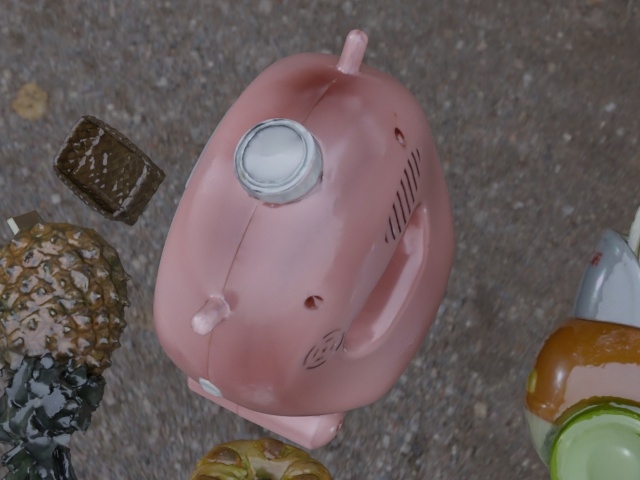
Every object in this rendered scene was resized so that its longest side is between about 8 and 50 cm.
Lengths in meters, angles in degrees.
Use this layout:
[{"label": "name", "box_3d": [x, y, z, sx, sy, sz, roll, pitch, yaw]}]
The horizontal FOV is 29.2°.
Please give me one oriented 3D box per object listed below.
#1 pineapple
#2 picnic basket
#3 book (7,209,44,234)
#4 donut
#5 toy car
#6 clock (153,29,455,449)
[{"label": "pineapple", "box_3d": [-0.208, 0.110, 0.921, 0.125, 0.125, 0.251, 5, 56, -1]}, {"label": "picnic basket", "box_3d": [-0.296, -0.098, 1.729, 0.193, 0.055, 0.110, 37, 96, 42]}, {"label": "book", "box_3d": [-0.424, 0.010, 1.870, 0.012, 0.172, 0.118, -31, 95, 2]}, {"label": "donut", "box_3d": [-0.087, 0.386, 1.794, 0.226, 0.114, 0.227, 3, 34, -2]}, {"label": "toy car", "box_3d": [0.226, 0.047, 0.655, 0.235, 0.145, 0.235, -1, 87, 18]}, {"label": "clock", "box_3d": [0.000, 0.000, 0.757, 0.142, 0.241, 0.227, 24, 73, 16]}]
